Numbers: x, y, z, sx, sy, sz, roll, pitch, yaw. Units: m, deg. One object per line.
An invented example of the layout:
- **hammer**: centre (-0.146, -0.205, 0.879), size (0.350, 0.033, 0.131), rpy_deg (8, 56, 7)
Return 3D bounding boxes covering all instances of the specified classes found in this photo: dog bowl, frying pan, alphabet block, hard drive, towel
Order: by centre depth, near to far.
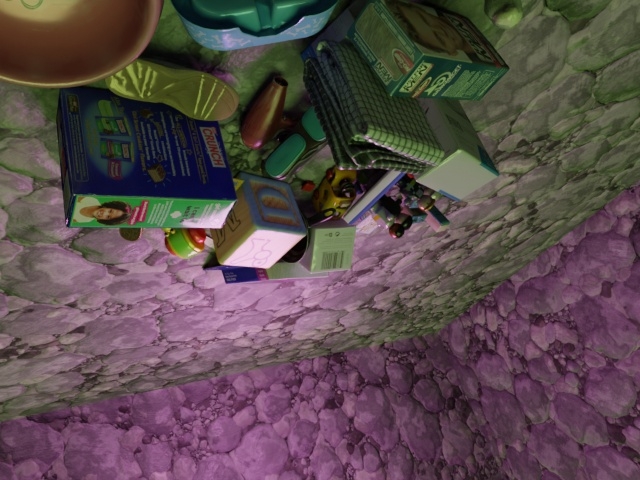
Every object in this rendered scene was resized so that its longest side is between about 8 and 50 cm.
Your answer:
- **dog bowl**: centre (-0.414, -0.394, 0.724), size (0.408, 0.150, 0.408), rpy_deg (-16, 153, -9)
- **dog bowl**: centre (-0.108, -0.421, 0.882), size (0.297, 0.165, 0.074), rpy_deg (-15, 164, -11)
- **towel**: centre (0.105, -0.261, 1.038), size (0.235, 0.283, 0.121), rpy_deg (4, 146, -39)
- **alphabet block**: centre (-0.189, -0.051, 1.464), size (0.192, 0.193, 0.197), rpy_deg (10, 140, -43)
- **hard drive**: centre (0.212, -0.191, 1.523), size (0.319, 0.040, 0.210), rpy_deg (-45, -178, 39)
- **frying pan**: centre (-0.065, -0.064, 1.531), size (0.053, 0.197, 0.326), rpy_deg (-12, 152, -42)

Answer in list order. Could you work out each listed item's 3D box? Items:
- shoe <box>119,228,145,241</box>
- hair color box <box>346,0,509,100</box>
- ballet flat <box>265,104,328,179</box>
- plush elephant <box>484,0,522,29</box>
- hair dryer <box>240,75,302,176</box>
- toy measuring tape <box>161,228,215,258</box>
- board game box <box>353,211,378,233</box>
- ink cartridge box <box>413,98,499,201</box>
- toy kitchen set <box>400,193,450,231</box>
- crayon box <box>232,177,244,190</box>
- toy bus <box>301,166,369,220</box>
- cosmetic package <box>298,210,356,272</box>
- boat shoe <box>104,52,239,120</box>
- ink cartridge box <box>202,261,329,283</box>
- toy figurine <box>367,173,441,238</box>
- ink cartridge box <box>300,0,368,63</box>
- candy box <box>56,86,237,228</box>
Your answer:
- **shoe**: centre (-0.431, -0.086, 1.213), size (0.077, 0.058, 0.219), rpy_deg (28, 130, -15)
- **hair color box**: centre (0.237, -0.395, 1.062), size (0.347, 0.173, 0.105), rpy_deg (-14, 155, -43)
- **ballet flat**: centre (-0.022, -0.253, 1.223), size (0.280, 0.095, 0.096), rpy_deg (-37, 171, 23)
- **plush elephant**: centre (0.257, -0.513, 0.817), size (0.255, 0.272, 0.330), rpy_deg (-52, 169, -52)
- **hair dryer**: centre (-0.093, -0.294, 1.244), size (0.224, 0.080, 0.293), rpy_deg (-35, 159, -6)
- **toy measuring tape**: centre (-0.377, 0.018, 1.550), size (0.121, 0.121, 0.330), rpy_deg (-26, 153, 11)
- **board game box**: centre (0.191, -0.080, 1.851), size (0.104, 0.026, 0.154), rpy_deg (8, 142, -43)
- **ink cartridge box**: centre (0.282, -0.274, 1.247), size (0.129, 0.307, 0.223), rpy_deg (-35, 150, 31)
- **toy kitchen set**: centre (0.383, -0.122, 1.792), size (0.207, 0.122, 0.166), rpy_deg (-9, 141, -38)
- **crayon box**: centre (-0.386, -0.146, 1.275), size (0.323, 0.083, 0.203), rpy_deg (6, 143, -40)
- **toy bus**: centre (0.059, -0.145, 1.555), size (0.191, 0.104, 0.202), rpy_deg (-26, 153, 11)
- **cosmetic package**: centre (0.000, 0.000, 1.645), size (0.151, 0.184, 0.151), rpy_deg (-4, 111, -29)
- **boat shoe**: centre (-0.296, -0.316, 1.013), size (0.285, 0.092, 0.102), rpy_deg (1, 130, -43)
- **ink cartridge box**: centre (-0.195, 0.116, 1.764), size (0.330, 0.071, 0.324), rpy_deg (-1, 174, -35)
- **toy figurine**: centre (0.269, -0.116, 1.603), size (0.213, 0.148, 0.209), rpy_deg (-45, -178, 24)
- **ink cartridge box**: centre (0.060, -0.421, 1.093), size (0.181, 0.061, 0.104), rpy_deg (-37, 149, 28)
- **candy box**: centre (-0.360, -0.166, 1.051), size (0.317, 0.268, 0.122), rpy_deg (-1, 151, -32)
